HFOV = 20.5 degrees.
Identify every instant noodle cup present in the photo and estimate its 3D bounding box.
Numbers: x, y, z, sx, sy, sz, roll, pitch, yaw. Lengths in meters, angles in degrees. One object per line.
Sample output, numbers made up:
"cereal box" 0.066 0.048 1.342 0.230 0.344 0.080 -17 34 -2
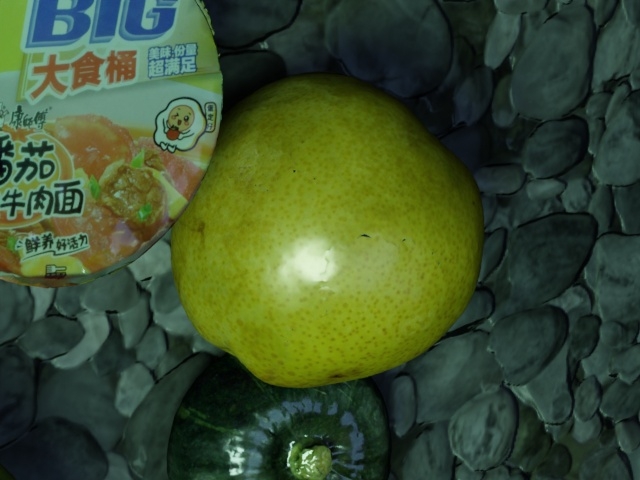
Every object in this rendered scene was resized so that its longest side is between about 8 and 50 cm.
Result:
"instant noodle cup" -0.181 -0.088 1.032 0.205 0.153 0.205 -15 115 -35

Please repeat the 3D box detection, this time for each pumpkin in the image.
"pumpkin" -0.028 0.151 1.259 0.167 0.125 0.167 -16 124 -25

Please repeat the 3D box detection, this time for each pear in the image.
"pear" 0.000 0.000 1.170 0.209 0.209 0.209 -14 115 -33

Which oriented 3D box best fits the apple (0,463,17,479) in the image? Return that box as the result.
"apple" -0.295 0.237 0.950 0.357 0.357 0.357 -14 115 -33
